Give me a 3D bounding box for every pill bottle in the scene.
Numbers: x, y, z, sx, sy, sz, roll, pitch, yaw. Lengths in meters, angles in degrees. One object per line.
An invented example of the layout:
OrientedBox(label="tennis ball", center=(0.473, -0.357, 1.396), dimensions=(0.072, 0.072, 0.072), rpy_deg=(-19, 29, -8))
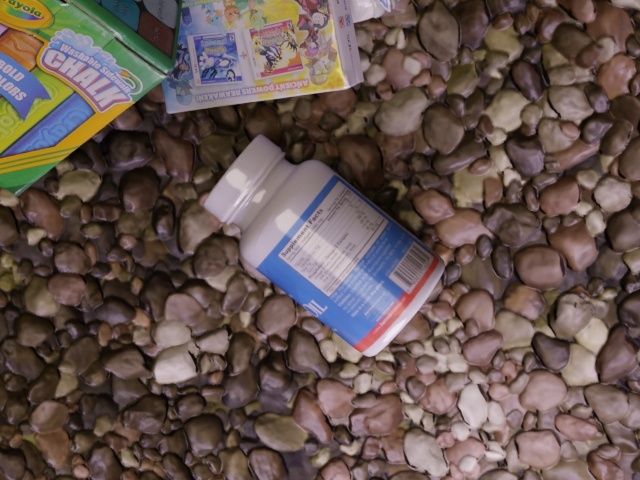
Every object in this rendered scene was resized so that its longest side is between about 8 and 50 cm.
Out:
OrientedBox(label="pill bottle", center=(0.000, 0.000, 1.248), dimensions=(0.221, 0.124, 0.124), rpy_deg=(39, 105, -1))

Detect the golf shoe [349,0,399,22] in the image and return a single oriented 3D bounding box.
OrientedBox(label="golf shoe", center=(0.009, -0.287, 1.212), dimensions=(0.086, 0.069, 0.176), rpy_deg=(-21, 98, 19))

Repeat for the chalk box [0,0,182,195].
OrientedBox(label="chalk box", center=(-0.240, -0.210, 1.139), dimensions=(0.289, 0.180, 0.179), rpy_deg=(-34, 129, 31))

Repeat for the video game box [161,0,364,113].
OrientedBox(label="video game box", center=(-0.071, -0.224, 1.215), dimensions=(0.205, 0.048, 0.187), rpy_deg=(-4, 102, 29))
